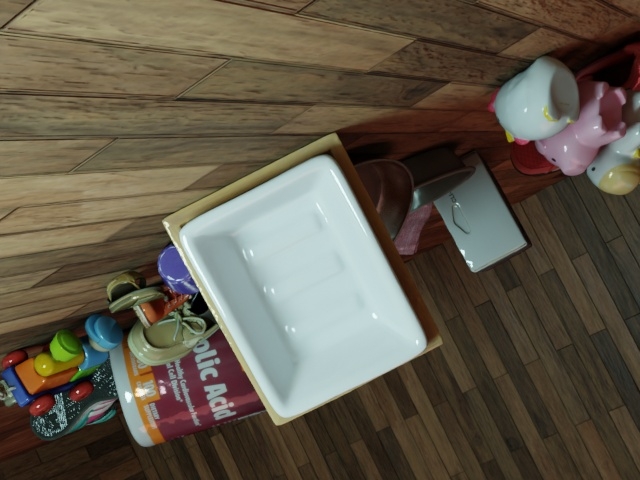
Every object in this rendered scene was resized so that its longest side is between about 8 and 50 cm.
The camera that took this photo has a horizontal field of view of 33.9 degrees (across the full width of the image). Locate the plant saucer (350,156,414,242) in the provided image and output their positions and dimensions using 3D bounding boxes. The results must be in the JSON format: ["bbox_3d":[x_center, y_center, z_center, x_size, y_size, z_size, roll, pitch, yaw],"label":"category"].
[{"bbox_3d":[0.000,0.000,1.456,0.311,0.050,0.310,-32,149,-22],"label":"plant saucer"}]

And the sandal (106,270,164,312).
[{"bbox_3d":[-0.263,0.066,1.444,0.072,0.049,0.180,-18,-174,-17],"label":"sandal"}]

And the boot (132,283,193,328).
[{"bbox_3d":[-0.245,0.089,1.634,0.085,0.059,0.158,-30,-179,7],"label":"boot"}]

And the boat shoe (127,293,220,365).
[{"bbox_3d":[-0.210,0.116,1.806,0.285,0.104,0.089,-35,173,-43],"label":"boat shoe"}]

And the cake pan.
[{"bbox_3d":[0.114,-0.071,1.732,0.293,0.054,0.293,-26,173,-3],"label":"cake pan"}]

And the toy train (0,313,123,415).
[{"bbox_3d":[-0.416,0.189,1.584,0.143,0.105,0.248,-42,166,28],"label":"toy train"}]

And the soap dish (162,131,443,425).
[{"bbox_3d":[-0.019,0.045,1.263,0.229,0.290,0.118,-27,-168,3],"label":"soap dish"}]

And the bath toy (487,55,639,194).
[{"bbox_3d":[0.365,-0.153,1.460,0.348,0.151,0.129,12,172,-39],"label":"bath toy"}]

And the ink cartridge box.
[{"bbox_3d":[0.301,-0.049,1.982,0.114,0.197,0.273,-29,173,12],"label":"ink cartridge box"}]

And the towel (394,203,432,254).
[{"bbox_3d":[0.051,0.020,2.007,0.329,0.037,0.237,-21,160,-10],"label":"towel"}]

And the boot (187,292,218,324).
[{"bbox_3d":[-0.117,0.061,1.705,0.198,0.077,0.137,-56,150,3],"label":"boot"}]

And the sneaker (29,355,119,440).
[{"bbox_3d":[-0.445,0.300,2.174,0.295,0.123,0.178,-34,178,10],"label":"sneaker"}]

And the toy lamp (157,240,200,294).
[{"bbox_3d":[-0.164,0.035,1.442,0.080,0.080,0.275,-27,176,4],"label":"toy lamp"}]

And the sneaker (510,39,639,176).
[{"bbox_3d":[0.395,-0.212,1.610,0.136,0.116,0.314,-2,150,-49],"label":"sneaker"}]

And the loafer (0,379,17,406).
[{"bbox_3d":[-0.478,0.219,1.766,0.148,0.050,0.056,-40,-174,-37],"label":"loafer"}]

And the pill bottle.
[{"bbox_3d":[-0.177,0.229,1.973,0.392,0.224,0.224,-17,172,-4],"label":"pill bottle"}]
